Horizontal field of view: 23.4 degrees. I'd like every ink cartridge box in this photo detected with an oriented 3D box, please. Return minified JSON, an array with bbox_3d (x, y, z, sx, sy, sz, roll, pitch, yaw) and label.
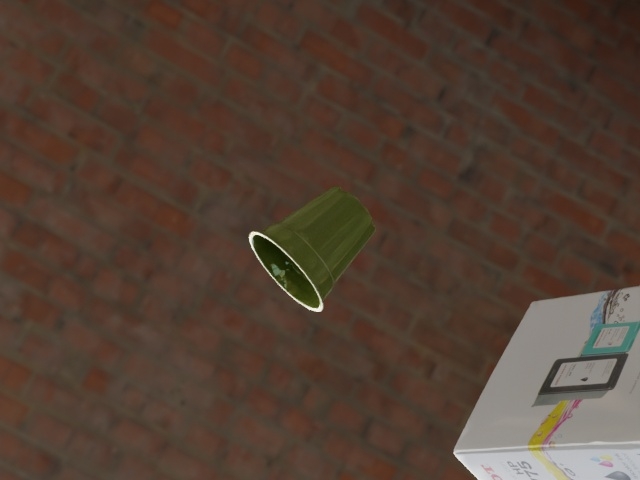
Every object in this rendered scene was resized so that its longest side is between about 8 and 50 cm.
[{"bbox_3d":[0.308,0.175,1.436,0.198,0.197,0.270,46,148,-22],"label":"ink cartridge box"}]

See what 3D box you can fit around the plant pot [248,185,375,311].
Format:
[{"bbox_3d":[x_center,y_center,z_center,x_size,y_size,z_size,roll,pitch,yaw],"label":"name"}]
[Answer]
[{"bbox_3d":[0.000,0.000,1.230,0.083,0.079,0.083,43,163,17],"label":"plant pot"}]
